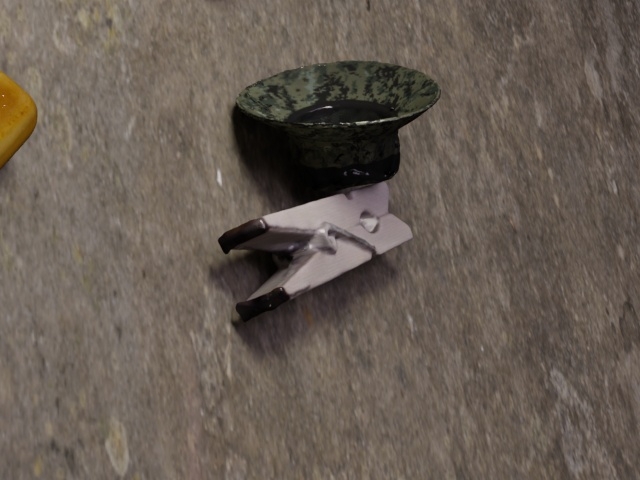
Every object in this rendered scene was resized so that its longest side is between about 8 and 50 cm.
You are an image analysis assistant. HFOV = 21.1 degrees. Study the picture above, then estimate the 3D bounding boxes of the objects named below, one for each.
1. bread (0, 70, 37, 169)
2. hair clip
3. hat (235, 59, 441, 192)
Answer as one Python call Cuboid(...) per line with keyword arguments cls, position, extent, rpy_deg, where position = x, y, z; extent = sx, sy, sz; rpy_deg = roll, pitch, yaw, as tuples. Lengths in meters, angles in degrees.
Cuboid(cls="bread", position=(-0.361, -0.081, 1.662), extent=(0.092, 0.074, 0.239), rpy_deg=(43, 38, -11))
Cuboid(cls="hair clip", position=(-0.003, 0.002, 2.018), extent=(0.101, 0.085, 0.331), rpy_deg=(62, 29, 3))
Cuboid(cls="hat", position=(0.028, -0.125, 2.088), extent=(0.265, 0.266, 0.128), rpy_deg=(-38, 125, -55))
